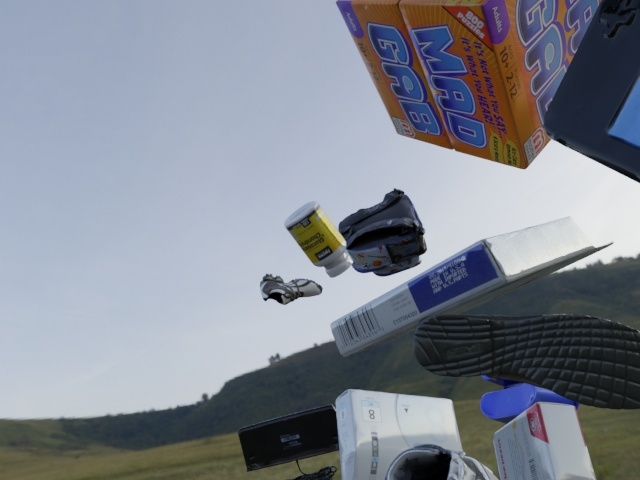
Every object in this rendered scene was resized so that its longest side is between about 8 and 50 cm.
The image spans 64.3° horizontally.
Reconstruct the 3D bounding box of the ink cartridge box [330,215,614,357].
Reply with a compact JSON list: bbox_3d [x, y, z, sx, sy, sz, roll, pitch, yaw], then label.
[{"bbox_3d":[0.231,0.068,0.795,0.330,0.071,0.324,-11,-19,-41],"label":"ink cartridge box"}]

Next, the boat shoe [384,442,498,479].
[{"bbox_3d":[0.113,0.252,0.508,0.108,0.102,0.301,-47,-12,-5],"label":"boat shoe"}]

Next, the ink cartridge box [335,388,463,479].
[{"bbox_3d":[0.203,0.556,1.190,0.308,0.385,0.091,13,-41,-23],"label":"ink cartridge box"}]

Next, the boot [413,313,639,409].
[{"bbox_3d":[0.225,0.113,0.565,0.247,0.083,0.161,6,-2,16],"label":"boot"}]

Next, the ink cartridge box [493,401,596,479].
[{"bbox_3d":[0.377,0.372,0.878,0.072,0.127,0.175,6,-38,-6],"label":"ink cartridge box"}]

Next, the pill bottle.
[{"bbox_3d":[0.000,0.000,1.270,0.103,0.184,0.103,-35,13,9],"label":"pill bottle"}]

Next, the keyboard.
[{"bbox_3d":[-0.070,0.589,1.423,0.317,0.201,0.033,-19,-11,16],"label":"keyboard"}]

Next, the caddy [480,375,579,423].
[{"bbox_3d":[0.640,0.445,1.548,0.179,0.241,0.341,18,-29,-11],"label":"caddy"}]

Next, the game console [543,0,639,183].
[{"bbox_3d":[0.399,-0.196,0.454,0.060,0.386,0.342,13,-65,-23],"label":"game console"}]

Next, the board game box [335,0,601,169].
[{"bbox_3d":[0.326,-0.426,1.022,0.356,0.356,0.356,-47,-48,-11],"label":"board game box"}]

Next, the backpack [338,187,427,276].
[{"bbox_3d":[0.199,-0.011,1.673,0.263,0.276,0.213,-15,-59,4],"label":"backpack"}]

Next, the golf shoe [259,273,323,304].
[{"bbox_3d":[-0.091,0.165,1.575,0.198,0.094,0.077,6,-42,-9],"label":"golf shoe"}]
